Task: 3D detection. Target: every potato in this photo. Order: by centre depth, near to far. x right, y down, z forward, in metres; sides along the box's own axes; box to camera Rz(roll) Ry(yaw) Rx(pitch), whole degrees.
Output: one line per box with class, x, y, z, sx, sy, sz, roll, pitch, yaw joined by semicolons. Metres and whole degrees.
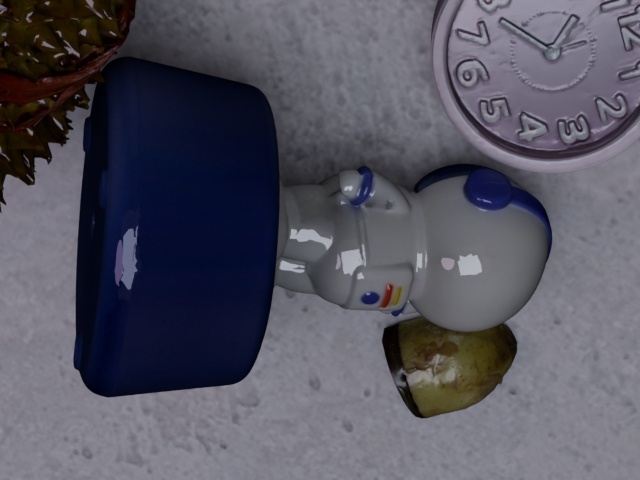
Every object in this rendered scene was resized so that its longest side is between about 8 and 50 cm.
potato;0.118;0.105;1.579;0.103;0.066;0.096;-25;110;11

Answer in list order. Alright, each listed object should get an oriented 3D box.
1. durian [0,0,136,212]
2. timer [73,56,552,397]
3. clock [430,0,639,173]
durian;-0.297;-0.196;1.356;0.347;0.347;0.384;42;116;-10
timer;0.000;0.000;1.479;0.383;0.270;0.270;4;111;-13
clock;0.187;-0.156;1.473;0.196;0.068;0.197;2;110;4
